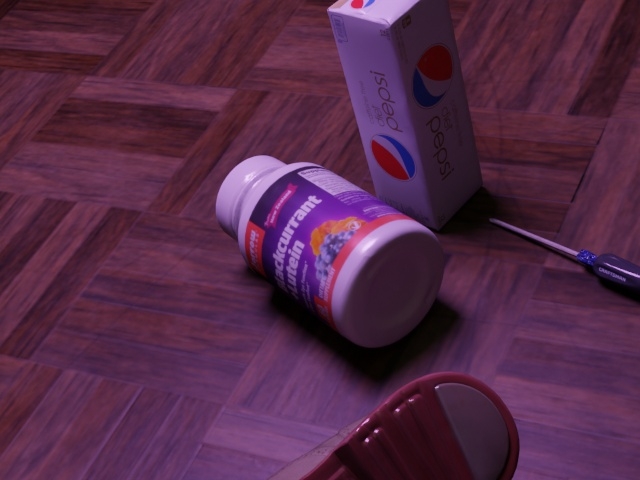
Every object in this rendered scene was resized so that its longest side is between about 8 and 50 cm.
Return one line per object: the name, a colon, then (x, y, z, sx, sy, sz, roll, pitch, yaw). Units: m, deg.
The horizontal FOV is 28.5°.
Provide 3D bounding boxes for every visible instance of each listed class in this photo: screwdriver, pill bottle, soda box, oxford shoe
screwdriver: (0.200, 0.006, 1.029, 0.024, 0.025, 0.170, -38, 45, -24)
pill bottle: (0.000, 0.000, 1.039, 0.108, 0.108, 0.193, -36, 43, -22)
soda box: (0.075, -0.117, 1.062, 0.069, 0.216, 0.074, 23, 54, 37)
oxford shoe: (-0.027, 0.214, 0.805, 0.348, 0.130, 0.123, -28, 81, -22)
